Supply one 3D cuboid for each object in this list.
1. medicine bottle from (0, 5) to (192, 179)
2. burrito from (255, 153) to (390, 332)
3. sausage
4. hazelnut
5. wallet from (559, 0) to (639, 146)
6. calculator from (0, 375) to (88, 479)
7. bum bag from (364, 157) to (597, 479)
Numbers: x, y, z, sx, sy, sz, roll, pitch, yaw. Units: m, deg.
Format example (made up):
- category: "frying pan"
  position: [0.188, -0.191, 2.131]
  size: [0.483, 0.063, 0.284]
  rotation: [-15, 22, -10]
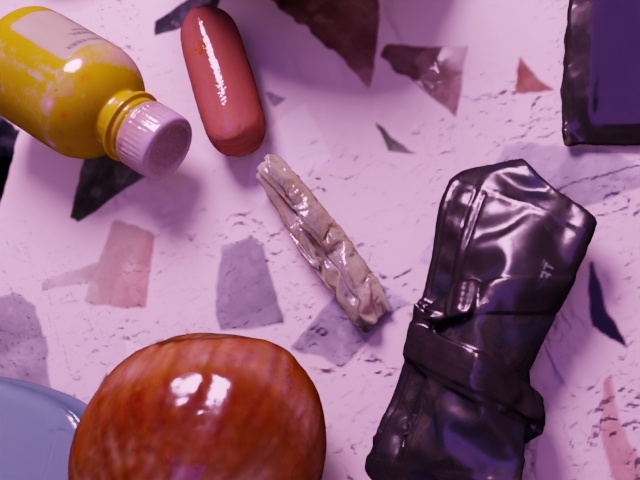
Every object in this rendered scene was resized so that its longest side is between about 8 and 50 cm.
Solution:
- category: "medicine bottle"
  position: [-0.226, -0.137, 0.837]
  size: [0.212, 0.122, 0.122]
  rotation: [31, 90, 21]
- category: "burrito"
  position: [0.000, 0.000, 0.776]
  size: [0.045, 0.041, 0.185]
  rotation: [-37, 72, -1]
- category: "sausage"
  position: [-0.096, -0.157, 0.828]
  size: [0.062, 0.062, 0.154]
  rotation: [-21, 73, 14]
- category: "hazelnut"
  position: [-0.098, 0.172, 0.694]
  size: [0.214, 0.176, 0.214]
  rotation: [-14, 30, 9]
- category: "wallet"
  position: [0.333, -0.237, 0.710]
  size: [0.247, 0.041, 0.323]
  rotation: [2, 83, 20]
- category: "calculator"
  position: [-0.303, 0.234, 0.830]
  size: [0.302, 0.042, 0.188]
  rotation: [10, 82, 23]
- category: "bum bag"
  position: [0.132, 0.078, 0.700]
  size: [0.137, 0.074, 0.310]
  rotation: [13, 83, 31]
